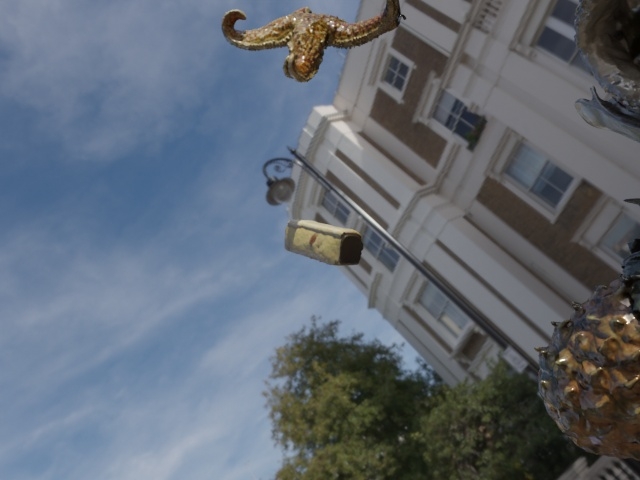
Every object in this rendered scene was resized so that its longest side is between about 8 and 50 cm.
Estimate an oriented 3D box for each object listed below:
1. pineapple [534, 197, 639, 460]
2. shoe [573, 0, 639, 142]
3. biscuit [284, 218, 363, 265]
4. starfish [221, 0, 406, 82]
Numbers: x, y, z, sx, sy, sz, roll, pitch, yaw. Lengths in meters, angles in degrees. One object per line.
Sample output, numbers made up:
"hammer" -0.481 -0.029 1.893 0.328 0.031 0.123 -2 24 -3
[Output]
"pineapple" 0.300 0.046 0.467 0.141 0.170 0.310 -6 -46 -29
"shoe" 0.344 -0.126 0.506 0.198 0.351 0.172 -29 -3 -41
"biscuit" 0.000 0.000 0.891 0.052 0.188 0.056 -2 -82 -30
"starfish" 0.001 -0.361 0.971 0.312 0.303 0.113 -49 -43 -50
